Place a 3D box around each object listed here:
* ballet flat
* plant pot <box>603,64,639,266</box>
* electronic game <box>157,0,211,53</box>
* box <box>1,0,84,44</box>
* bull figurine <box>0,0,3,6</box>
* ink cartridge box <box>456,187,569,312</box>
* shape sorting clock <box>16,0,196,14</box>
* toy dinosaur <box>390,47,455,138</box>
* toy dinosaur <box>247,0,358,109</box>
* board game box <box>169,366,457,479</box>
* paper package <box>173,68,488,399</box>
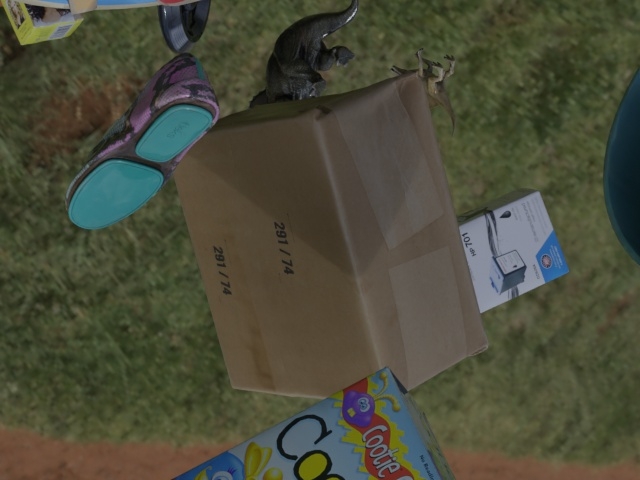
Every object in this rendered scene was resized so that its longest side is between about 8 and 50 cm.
[{"bbox_3d":[-0.163,-0.093,1.078,0.077,0.079,0.221,18,140,-31],"label":"ballet flat"},{"bbox_3d":[0.365,-0.031,0.725,0.235,0.293,0.293,37,98,-30],"label":"plant pot"},{"bbox_3d":[-0.226,-0.423,1.945,0.229,0.048,0.229,5,90,-80],"label":"electronic game"},{"bbox_3d":[-0.426,-0.397,1.671,0.087,0.232,0.058,-22,174,-40],"label":"box"},{"bbox_3d":[-0.533,-0.432,1.944,0.310,0.101,0.188,-15,-177,-1],"label":"bull figurine"},{"bbox_3d":[0.257,0.022,1.782,0.191,0.082,0.139,-25,99,-12],"label":"ink cartridge box"},{"bbox_3d":[-0.039,-0.131,0.342,0.206,0.040,0.206,-17,163,-5],"label":"shape sorting clock"},{"bbox_3d":[0.184,-0.246,1.873,0.053,0.183,0.092,-14,136,-31],"label":"toy dinosaur"},{"bbox_3d":[-0.035,-0.260,1.820,0.121,0.160,0.313,-14,131,-37],"label":"toy dinosaur"},{"bbox_3d":[-0.020,0.246,0.985,0.275,0.144,0.142,-28,150,4],"label":"board game box"},{"bbox_3d":[0.000,0.000,1.330,0.168,0.309,0.324,-24,103,-37],"label":"paper package"}]
